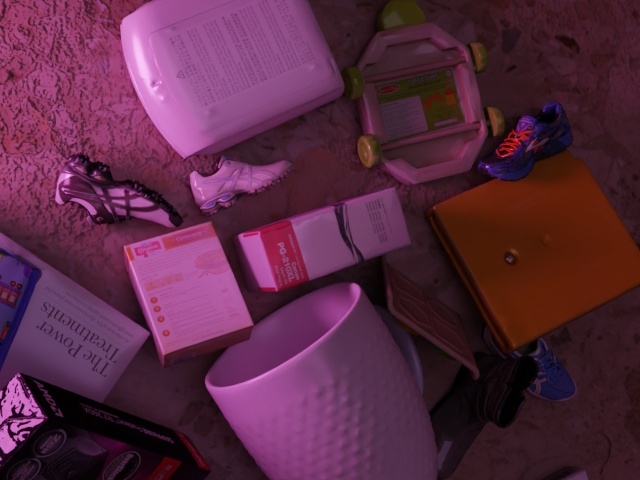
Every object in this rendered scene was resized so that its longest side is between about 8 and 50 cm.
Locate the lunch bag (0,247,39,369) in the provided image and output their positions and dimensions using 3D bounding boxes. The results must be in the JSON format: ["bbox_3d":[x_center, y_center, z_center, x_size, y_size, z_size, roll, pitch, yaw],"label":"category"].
[{"bbox_3d":[-0.511,0.096,1.186,0.221,0.138,0.293,29,67,-24],"label":"lunch bag"}]

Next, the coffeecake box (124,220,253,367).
[{"bbox_3d":[-0.203,0.080,1.397,0.142,0.068,0.185,-17,69,-19],"label":"coffeecake box"}]

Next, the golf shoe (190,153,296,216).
[{"bbox_3d":[-0.126,-0.108,1.472,0.176,0.069,0.086,-25,90,-20],"label":"golf shoe"}]

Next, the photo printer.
[{"bbox_3d":[-0.146,-0.286,1.450,0.308,0.107,0.256,-28,96,-18],"label":"photo printer"}]

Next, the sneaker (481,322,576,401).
[{"bbox_3d":[0.378,0.217,1.623,0.211,0.081,0.080,39,75,-13],"label":"sneaker"}]

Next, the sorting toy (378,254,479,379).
[{"bbox_3d":[0.171,0.126,1.511,0.208,0.193,0.038,40,107,-15],"label":"sorting toy"}]

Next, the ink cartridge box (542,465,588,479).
[{"bbox_3d":[0.423,0.549,1.638,0.189,0.066,0.232,-22,90,-19],"label":"ink cartridge box"}]

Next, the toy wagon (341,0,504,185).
[{"bbox_3d":[0.167,-0.275,1.582,0.267,0.068,0.344,-15,91,-20],"label":"toy wagon"}]

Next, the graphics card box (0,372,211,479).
[{"bbox_3d":[-0.335,0.329,1.220,0.233,0.094,0.371,-46,144,1],"label":"graphics card box"}]

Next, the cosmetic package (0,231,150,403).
[{"bbox_3d":[-0.484,0.145,1.317,0.377,0.097,0.284,36,80,-14],"label":"cosmetic package"}]

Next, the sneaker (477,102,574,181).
[{"bbox_3d":[0.358,-0.178,1.624,0.221,0.083,0.087,-34,126,-28],"label":"sneaker"}]

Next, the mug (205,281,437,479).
[{"bbox_3d":[0.049,0.250,1.430,0.328,0.276,0.374,59,41,-12],"label":"mug"}]

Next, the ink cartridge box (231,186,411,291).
[{"bbox_3d":[0.000,0.000,1.452,0.237,0.172,0.100,-18,94,-20],"label":"ink cartridge box"}]

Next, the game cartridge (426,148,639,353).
[{"bbox_3d":[0.388,0.010,1.611,0.324,0.052,0.285,-22,75,-21],"label":"game cartridge"}]

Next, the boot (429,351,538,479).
[{"bbox_3d":[0.262,0.294,1.535,0.083,0.161,0.246,32,78,-15],"label":"boot"}]

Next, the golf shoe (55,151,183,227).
[{"bbox_3d":[-0.311,-0.054,1.407,0.198,0.077,0.093,27,93,-12],"label":"golf shoe"}]
